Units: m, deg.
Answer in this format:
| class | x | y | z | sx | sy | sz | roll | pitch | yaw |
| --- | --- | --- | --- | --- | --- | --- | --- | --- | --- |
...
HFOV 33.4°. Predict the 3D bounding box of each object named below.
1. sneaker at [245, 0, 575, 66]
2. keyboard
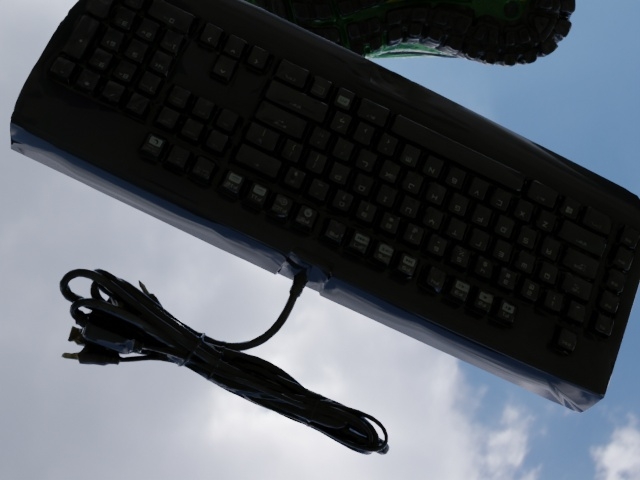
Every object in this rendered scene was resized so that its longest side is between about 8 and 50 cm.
| class | x | y | z | sx | sy | sz | roll | pitch | yaw |
| --- | --- | --- | --- | --- | --- | --- | --- | --- | --- |
| sneaker | 0.060 | -0.229 | 1.037 | 0.344 | 0.146 | 0.134 | 9 | -80 | -4 |
| keyboard | 0.000 | 0.000 | 0.519 | 0.317 | 0.033 | 0.201 | 25 | -106 | -4 |
